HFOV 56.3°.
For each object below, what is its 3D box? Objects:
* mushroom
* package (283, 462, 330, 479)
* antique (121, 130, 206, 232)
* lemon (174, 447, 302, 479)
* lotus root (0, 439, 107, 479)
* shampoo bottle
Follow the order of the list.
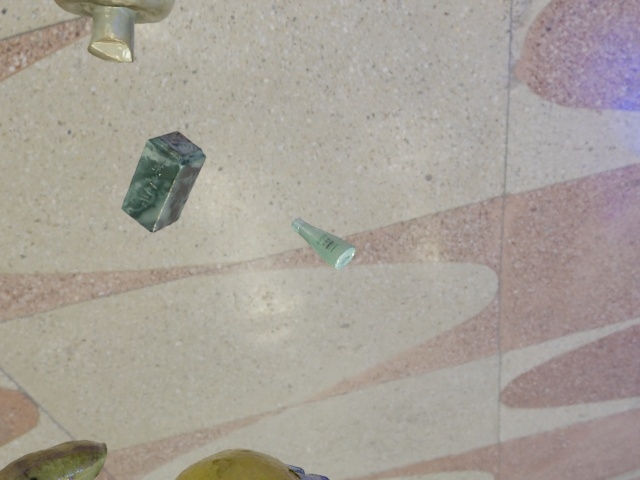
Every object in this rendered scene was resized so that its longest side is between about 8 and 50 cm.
[{"bbox_3d":[-0.350,-0.401,1.014,0.204,0.204,0.204,-6,134,-6],"label":"mushroom"},{"bbox_3d":[-0.022,0.561,1.314,0.173,0.171,0.027,29,98,-28],"label":"package"},{"bbox_3d":[-0.300,-0.117,1.150,0.088,0.086,0.183,37,121,8],"label":"antique"},{"bbox_3d":[-0.114,0.395,0.759,0.228,0.228,0.254,15,121,-24],"label":"lemon"},{"bbox_3d":[-0.528,0.456,1.144,0.258,0.097,0.110,-6,110,-57],"label":"lotus root"},{"bbox_3d":[0.000,0.000,1.431,0.069,0.190,0.041,-49,139,-7],"label":"shampoo bottle"}]
